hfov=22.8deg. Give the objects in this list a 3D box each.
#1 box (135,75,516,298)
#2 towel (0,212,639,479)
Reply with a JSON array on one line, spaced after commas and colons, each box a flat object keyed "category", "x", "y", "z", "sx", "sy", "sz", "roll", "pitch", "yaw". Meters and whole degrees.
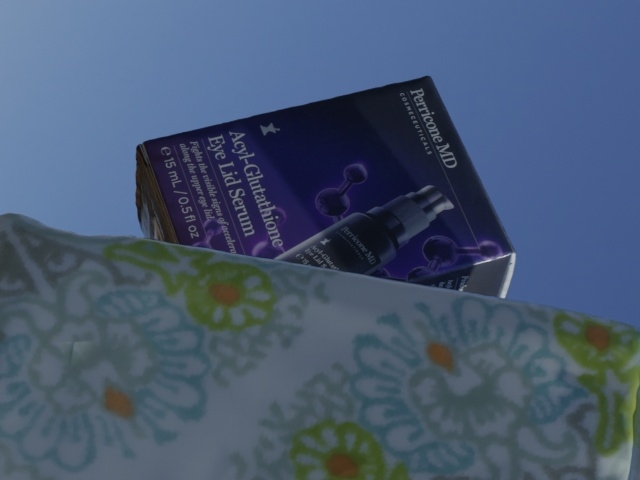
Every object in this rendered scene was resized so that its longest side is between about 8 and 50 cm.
[{"category": "box", "x": 0.000, "y": 0.000, "z": 1.032, "sx": 0.108, "sy": 0.207, "sz": 0.153, "roll": 97, "pitch": -27, "yaw": -57}, {"category": "towel", "x": -0.023, "y": 0.153, "z": 0.694, "sx": 0.090, "sy": 0.375, "sz": 0.320, "roll": 96, "pitch": 5, "yaw": -50}]
